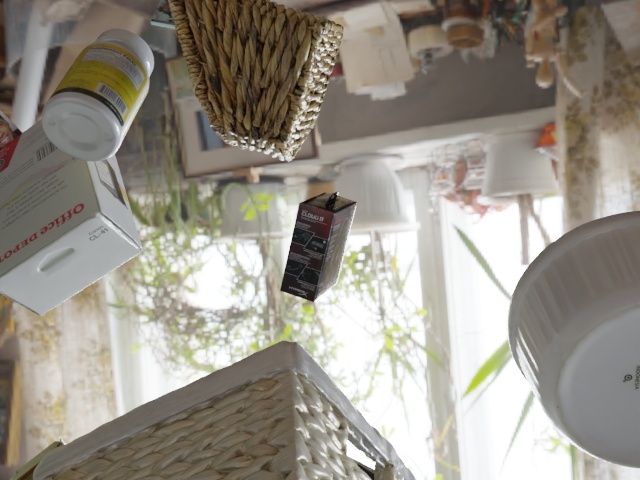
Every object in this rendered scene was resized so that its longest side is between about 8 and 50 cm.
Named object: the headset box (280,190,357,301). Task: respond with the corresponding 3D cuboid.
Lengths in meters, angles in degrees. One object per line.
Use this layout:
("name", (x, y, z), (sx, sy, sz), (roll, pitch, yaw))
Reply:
("headset box", (0.000, 0.000, 0.613), (0.032, 0.083, 0.062), (19, -164, 15))

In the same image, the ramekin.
("ramekin", (0.336, 0.114, 0.781), (0.273, 0.272, 0.127), (-5, -153, 10))

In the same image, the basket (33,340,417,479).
("basket", (-0.073, 0.337, 0.758), (0.331, 0.266, 0.328), (-28, 126, 12))

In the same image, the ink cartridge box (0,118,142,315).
("ink cartridge box", (-0.457, -0.059, 1.301), (0.226, 0.306, 0.131), (-32, 142, 7))

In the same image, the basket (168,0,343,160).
("basket", (-0.108, -0.246, 1.092), (0.223, 0.213, 0.299), (19, -164, 1))

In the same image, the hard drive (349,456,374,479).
("hard drive", (0.035, 0.379, 1.151), (0.339, 0.064, 0.237), (25, 155, 24))

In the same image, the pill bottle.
("pill bottle", (-0.332, -0.229, 1.160), (0.119, 0.208, 0.119), (6, 135, 6))

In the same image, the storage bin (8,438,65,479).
("storage bin", (-0.428, 0.482, 1.146), (0.262, 0.260, 0.123), (-38, 167, -19))

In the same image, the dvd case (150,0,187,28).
("dvd case", (-0.329, -0.528, 1.731), (0.087, 0.119, 0.013), (11, 146, 2))

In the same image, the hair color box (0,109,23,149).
("hair color box", (-0.609, -0.192, 1.460), (0.072, 0.141, 0.043), (-45, -154, -11))
